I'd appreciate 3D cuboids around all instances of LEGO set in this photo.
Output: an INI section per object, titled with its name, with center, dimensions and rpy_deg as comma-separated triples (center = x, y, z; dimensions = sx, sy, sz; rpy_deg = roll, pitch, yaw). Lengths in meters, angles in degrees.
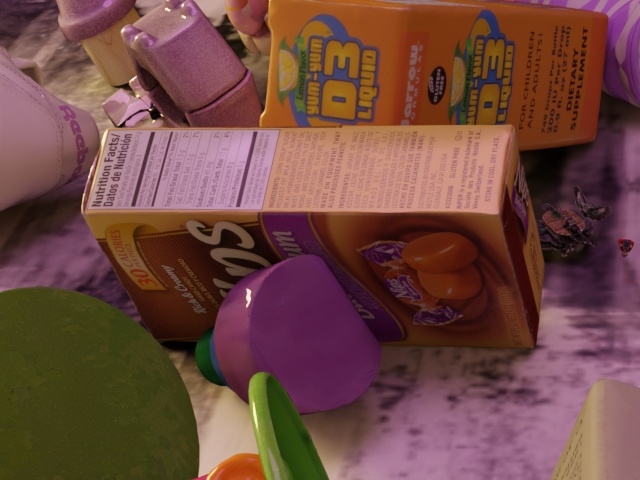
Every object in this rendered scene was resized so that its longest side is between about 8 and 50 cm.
[LEGO set]
center = 0.130, -0.002, 0.873
dimensions = 0.083, 0.023, 0.054
rpy_deg = 22, 41, 23

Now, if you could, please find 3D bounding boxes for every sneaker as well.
[sneaker]
center = -0.256, -0.072, 1.043
dimensions = 0.305, 0.114, 0.152
rpy_deg = 23, 27, 38

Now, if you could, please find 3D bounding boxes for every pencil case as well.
[pencil case]
center = 0.152, -0.140, 1.047
dimensions = 0.086, 0.088, 0.206
rpy_deg = -17, 28, -30

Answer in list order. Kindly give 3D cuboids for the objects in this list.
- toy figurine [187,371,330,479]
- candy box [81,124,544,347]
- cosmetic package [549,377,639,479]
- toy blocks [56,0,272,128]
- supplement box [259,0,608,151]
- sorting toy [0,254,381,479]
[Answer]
[toy figurine]
center = -0.062, 0.148, 0.580
dimensions = 0.159, 0.130, 0.173
rpy_deg = -22, 53, 3
[candy box]
center = 0.000, 0.000, 0.798
dimensions = 0.187, 0.109, 0.053
rpy_deg = 1, 56, 17
[cosmetic package]
center = 0.110, 0.151, 0.368
dimensions = 0.160, 0.113, 0.309
rpy_deg = 21, 18, 4
[toy blocks]
center = -0.059, -0.238, 1.023
dimensions = 0.309, 0.260, 0.288
rpy_deg = -40, 31, -14
[supplement box]
center = 0.063, -0.082, 0.894
dimensions = 0.080, 0.078, 0.233
rpy_deg = 12, 12, 33
[sorting toy]
center = -0.150, 0.098, 0.708
dimensions = 0.366, 0.127, 0.126
rpy_deg = -23, 2, -31
